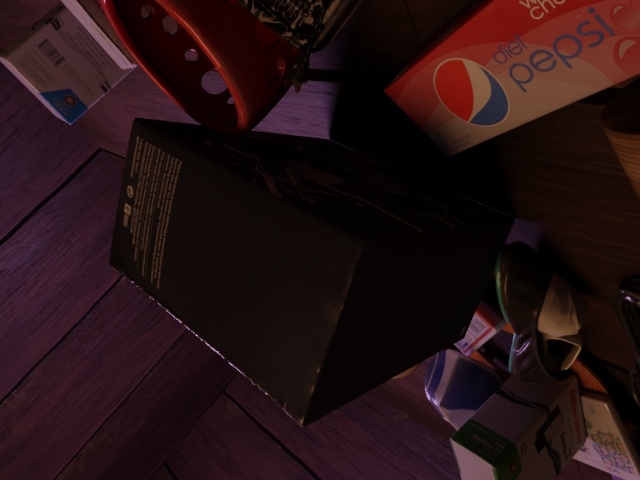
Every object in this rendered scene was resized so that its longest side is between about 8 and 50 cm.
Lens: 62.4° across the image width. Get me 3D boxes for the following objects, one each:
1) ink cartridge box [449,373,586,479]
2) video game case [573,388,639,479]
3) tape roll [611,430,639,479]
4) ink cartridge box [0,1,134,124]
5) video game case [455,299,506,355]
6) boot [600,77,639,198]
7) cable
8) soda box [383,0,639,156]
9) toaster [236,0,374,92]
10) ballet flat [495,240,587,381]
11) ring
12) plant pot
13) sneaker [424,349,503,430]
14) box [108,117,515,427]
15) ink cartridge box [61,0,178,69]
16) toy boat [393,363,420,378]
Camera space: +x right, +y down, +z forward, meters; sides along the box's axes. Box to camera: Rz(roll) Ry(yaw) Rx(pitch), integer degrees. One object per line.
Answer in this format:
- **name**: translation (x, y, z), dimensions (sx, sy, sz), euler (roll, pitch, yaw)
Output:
- **ink cartridge box**: translation (0.312, 0.308, 0.819), dimensions (0.087, 0.208, 0.153), euler (18, 136, 53)
- **video game case**: translation (0.436, 0.308, 0.858), dimensions (0.157, 0.019, 0.143), euler (62, 160, -7)
- **tape roll**: translation (0.586, 0.402, 0.858), dimensions (0.189, 0.080, 0.189), euler (35, 163, 13)
- **ink cartridge box**: translation (-0.448, -0.339, 0.968), dimensions (0.086, 0.203, 0.148), euler (26, 159, 45)
- **video game case**: translation (0.174, 0.069, 0.906), dimensions (0.285, 0.025, 0.204), euler (45, 166, 18)
- **boot**: translation (0.313, 0.005, 0.298), dimensions (0.220, 0.109, 0.283), euler (40, 179, -22)
- **cable**: translation (0.419, 0.143, 0.641), dimensions (0.287, 0.072, 0.139), euler (58, 176, -16)
- **soda box**: translation (0.152, -0.145, 0.368), dimensions (0.092, 0.083, 0.263), euler (43, 164, -10)
- **toaster**: translation (-0.011, -0.236, 0.351), dimensions (0.168, 0.110, 0.185), euler (42, 132, -5)
- **ballet flat**: translation (0.295, 0.102, 0.693), dimensions (0.096, 0.095, 0.280), euler (11, 147, 32)
- **ring**: translation (0.352, 0.202, 0.937), dimensions (0.336, 0.032, 0.336), euler (36, 164, 12)
- **plant pot**: translation (-0.088, -0.227, 0.517), dimensions (0.191, 0.174, 0.191), euler (36, 164, 12)
- **sneaker**: translation (0.292, 0.304, 1.003), dimensions (0.315, 0.127, 0.182), euler (32, 171, -25)
- **box**: translation (0.000, 0.000, 0.618), dimensions (0.312, 0.179, 0.343), euler (30, -158, 31)
- **ink cartridge box**: translation (-0.226, -0.304, 0.658), dimensions (0.063, 0.150, 0.109), euler (18, 153, 52)
- **toy boat**: translation (0.156, 0.234, 1.322), dimensions (0.231, 0.151, 0.151), euler (36, -166, 14)
